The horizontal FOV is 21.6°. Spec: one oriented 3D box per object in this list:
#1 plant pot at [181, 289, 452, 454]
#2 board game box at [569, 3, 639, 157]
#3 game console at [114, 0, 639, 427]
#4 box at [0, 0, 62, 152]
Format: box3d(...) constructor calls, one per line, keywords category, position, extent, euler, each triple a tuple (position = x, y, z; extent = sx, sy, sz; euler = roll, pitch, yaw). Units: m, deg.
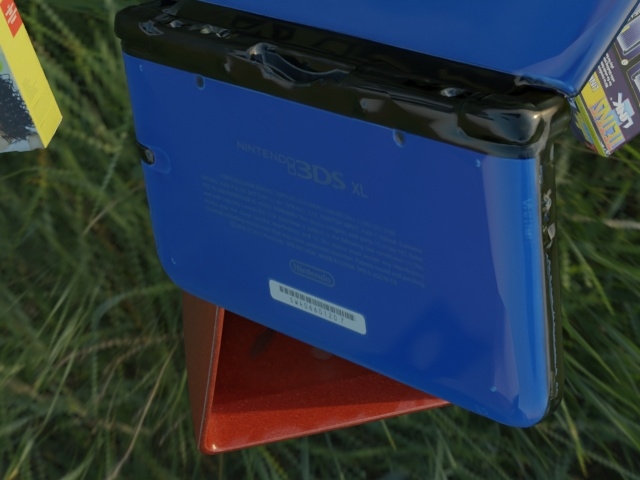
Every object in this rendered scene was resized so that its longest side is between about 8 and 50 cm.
box3d(category="plant pot", position=(0.000, 0.000, 1.473), extent=(0.267, 0.267, 0.235), euler=(-10, 55, -16))
box3d(category="board game box", position=(0.232, -0.170, 1.279), extent=(0.141, 0.048, 0.170), euler=(-36, 129, -6))
box3d(category="game console", position=(0.048, -0.079, 0.891), extent=(0.173, 0.293, 0.250), euler=(-28, 124, -36))
box3d(category="box", position=(-0.318, -0.188, 1.533), extent=(0.087, 0.058, 0.232), euler=(-6, 125, 19))
